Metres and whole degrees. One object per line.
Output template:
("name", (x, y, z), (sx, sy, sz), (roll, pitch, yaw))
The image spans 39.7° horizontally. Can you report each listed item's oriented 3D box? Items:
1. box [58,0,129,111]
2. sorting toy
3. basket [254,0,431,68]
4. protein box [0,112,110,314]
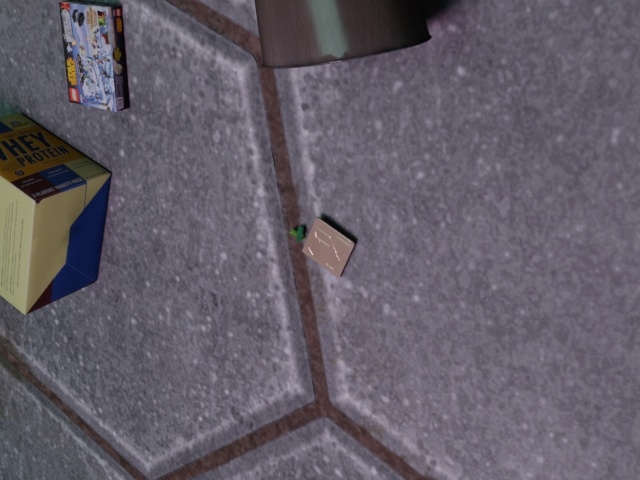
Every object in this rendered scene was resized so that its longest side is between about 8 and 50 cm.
("box", (-0.298, -0.244, 1.170), (0.094, 0.027, 0.136), (15, 117, 31))
("sorting toy", (0.000, 0.000, 1.050), (0.083, 0.012, 0.062), (36, 131, 17))
("basket", (0.002, -0.287, 0.821), (0.204, 0.154, 0.226), (26, 130, 63))
("protein box", (-0.432, -0.043, 1.284), (0.201, 0.136, 0.199), (32, 126, 23))
